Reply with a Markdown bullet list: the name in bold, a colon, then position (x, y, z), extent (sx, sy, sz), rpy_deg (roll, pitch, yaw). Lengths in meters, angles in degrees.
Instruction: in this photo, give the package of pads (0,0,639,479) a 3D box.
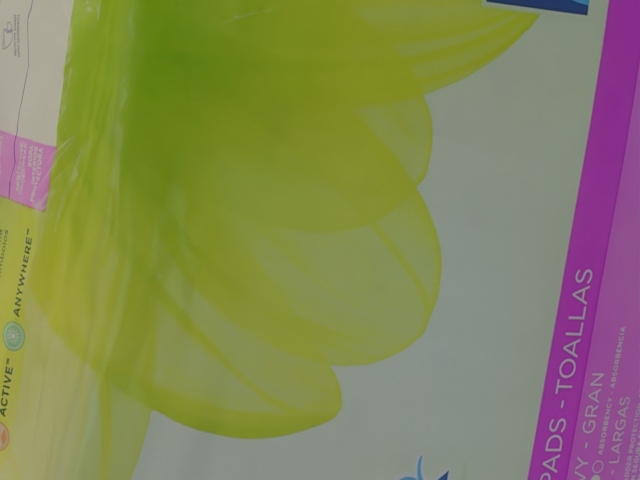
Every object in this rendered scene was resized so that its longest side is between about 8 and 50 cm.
- **package of pads**: position (0.000, 0.000, 0.585), extent (0.101, 0.229, 0.296), rpy_deg (23, -73, 61)
